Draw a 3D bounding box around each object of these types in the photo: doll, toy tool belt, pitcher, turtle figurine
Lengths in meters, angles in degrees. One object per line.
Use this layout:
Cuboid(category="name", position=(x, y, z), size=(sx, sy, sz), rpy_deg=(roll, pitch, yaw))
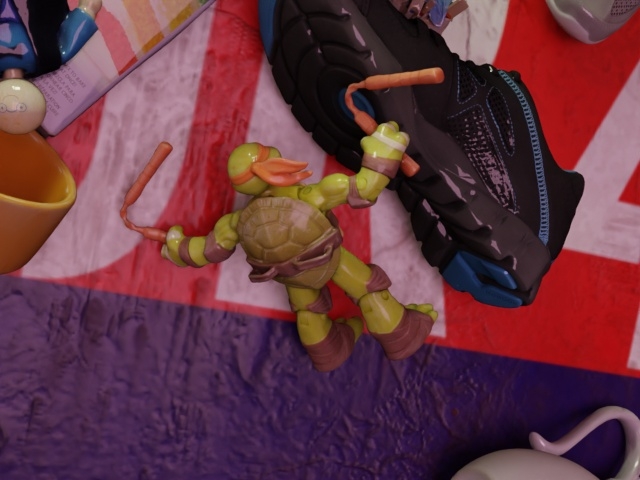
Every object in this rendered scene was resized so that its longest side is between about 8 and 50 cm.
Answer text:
Cuboid(category="doll", position=(-0.207, -0.162, 0.579), size=(0.129, 0.046, 0.189), rpy_deg=(-8, 99, -16))
Cuboid(category="toy tool belt", position=(0.073, -0.195, 0.726), size=(0.083, 0.051, 0.052), rpy_deg=(24, 55, -19))
Cuboid(category="pitcher", position=(0.210, 0.225, 0.787), size=(0.207, 0.125, 0.178), rpy_deg=(15, 70, -28))
Cuboid(category="turtle figurine", position=(0.000, 0.000, 0.660), size=(0.269, 0.087, 0.217), rpy_deg=(-23, 121, 20))

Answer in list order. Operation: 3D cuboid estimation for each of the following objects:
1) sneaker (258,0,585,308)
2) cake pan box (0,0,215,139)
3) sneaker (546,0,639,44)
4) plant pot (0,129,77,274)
Cuboid(category="sneaker", position=(0.084, -0.104, 0.722), size=(0.341, 0.125, 0.139), rpy_deg=(50, 64, -21))
Cuboid(category="cake pan box", position=(-0.189, -0.249, 0.636), size=(0.246, 0.070, 0.267), rpy_deg=(-42, 105, -12))
Cuboid(category="sneaker", position=(0.285, -0.294, 0.752), size=(0.105, 0.115, 0.281), rpy_deg=(32, 85, -17))
Cuboid(category="plant pot", position=(-0.293, -0.011, 0.569), size=(0.205, 0.205, 0.188), rpy_deg=(35, 100, -17))
